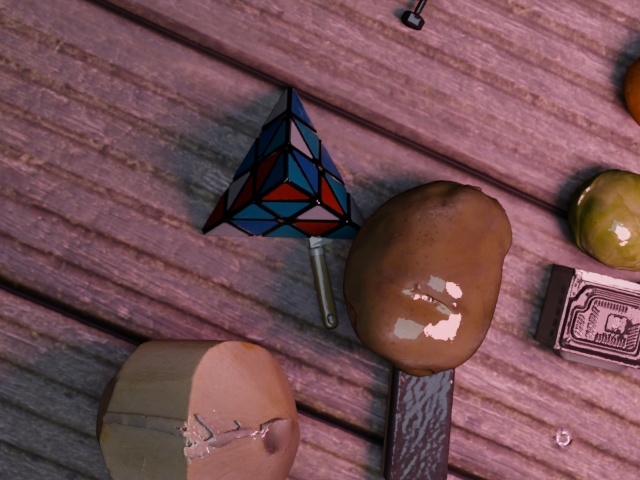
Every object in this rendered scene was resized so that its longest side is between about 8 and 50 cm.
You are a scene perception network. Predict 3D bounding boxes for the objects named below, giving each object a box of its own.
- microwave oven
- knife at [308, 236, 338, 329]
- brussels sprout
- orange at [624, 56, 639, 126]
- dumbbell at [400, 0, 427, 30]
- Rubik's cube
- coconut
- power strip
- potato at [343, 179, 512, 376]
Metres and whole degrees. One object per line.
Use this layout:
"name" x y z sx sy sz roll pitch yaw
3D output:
"microwave oven" 0.486 0.134 1.905 0.208 0.122 0.162 14 91 -6
"knife" 0.000 0.000 1.901 0.047 0.017 0.298 -11 90 -5
"brussels sprout" 0.491 -0.025 1.898 0.145 0.131 0.183 -25 95 -26
"orange" 0.579 -0.256 1.896 0.156 0.134 0.157 -17 135 -18
"dumbbell" 0.166 -0.389 1.885 0.040 0.036 0.083 28 90 -7
"Rubik's cube" -0.103 -0.056 1.816 0.234 0.250 0.284 -27 96 19
"coconut" -0.174 0.294 1.746 0.323 0.323 0.323 0 93 -6
"power strip" 0.166 0.279 1.909 0.105 0.070 0.257 4 95 -8
"potato" 0.165 0.054 1.811 0.243 0.221 0.326 9 69 20
